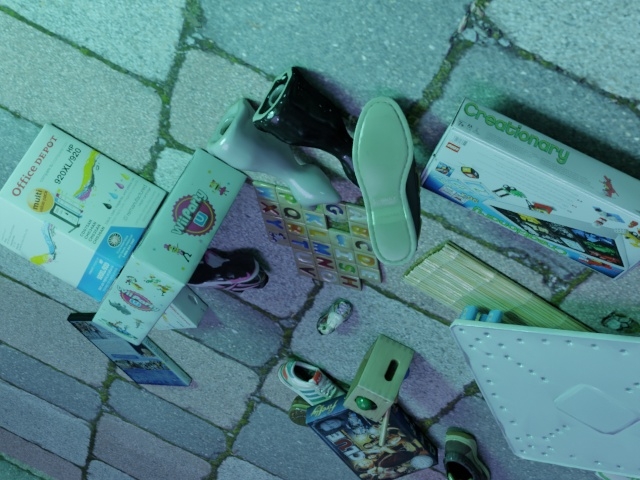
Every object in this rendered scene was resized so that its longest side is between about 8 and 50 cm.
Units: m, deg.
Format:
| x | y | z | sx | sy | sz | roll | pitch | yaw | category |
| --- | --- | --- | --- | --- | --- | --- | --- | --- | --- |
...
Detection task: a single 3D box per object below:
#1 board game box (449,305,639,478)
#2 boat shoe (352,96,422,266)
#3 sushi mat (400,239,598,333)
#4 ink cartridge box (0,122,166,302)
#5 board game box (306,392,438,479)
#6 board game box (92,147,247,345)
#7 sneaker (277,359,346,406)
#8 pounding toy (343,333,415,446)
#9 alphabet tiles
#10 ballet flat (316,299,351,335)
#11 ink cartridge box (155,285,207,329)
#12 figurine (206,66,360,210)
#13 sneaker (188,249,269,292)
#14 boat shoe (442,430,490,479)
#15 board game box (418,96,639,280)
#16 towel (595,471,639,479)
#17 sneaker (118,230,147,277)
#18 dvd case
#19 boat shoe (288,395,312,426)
| x | y | z | sx | sy | sz | roll | pitch | yaw | category |
| --- | --- | --- | --- | --- | --- | --- | --- | --- | --- |
| 0.441 | 0.249 | 1.824 | 0.390 | 0.050 | 0.390 | 3 | 140 | 33 | board game box |
| 0.092 | -0.083 | 1.549 | 0.081 | 0.068 | 0.227 | -2 | 104 | 13 | boat shoe |
| 0.288 | 0.110 | 1.808 | 0.317 | 0.019 | 0.151 | 31 | 150 | -8 | sushi mat |
| -0.416 | -0.046 | 1.952 | 0.233 | 0.171 | 0.168 | 31 | 149 | -8 | ink cartridge box |
| 0.104 | 0.387 | 2.282 | 0.165 | 0.042 | 0.243 | -24 | 127 | 23 | board game box |
| -0.248 | 0.018 | 1.872 | 0.097 | 0.224 | 0.303 | 31 | 150 | -6 | board game box |
| -0.005 | 0.286 | 2.256 | 0.161 | 0.057 | 0.075 | 34 | 154 | -7 | sneaker |
| 0.109 | 0.269 | 2.064 | 0.100 | 0.141 | 0.130 | 26 | 150 | 0 | pounding toy |
| 0.000 | 0.000 | 1.868 | 0.198 | 0.009 | 0.237 | 14 | 147 | 19 | alphabet tiles |
| 0.023 | 0.142 | 2.036 | 0.041 | 0.041 | 0.114 | 31 | 149 | -7 | ballet flat |
| -0.293 | 0.127 | 2.238 | 0.122 | 0.052 | 0.088 | -9 | 134 | 43 | ink cartridge box |
| -0.025 | -0.123 | 1.633 | 0.209 | 0.092 | 0.215 | 35 | 149 | -23 | figurine |
| -0.167 | 0.066 | 2.039 | 0.178 | 0.072 | 0.077 | 5 | 154 | 41 | sneaker |
| 0.280 | 0.456 | 2.284 | 0.080 | 0.073 | 0.223 | 10 | 145 | 26 | boat shoe |
| 0.289 | -0.060 | 1.487 | 0.305 | 0.053 | 0.193 | 26 | 160 | 1 | board game box |
| 0.647 | 0.402 | 1.963 | 0.248 | 0.038 | 0.325 | 30 | 149 | -4 | towel |
| -0.325 | 0.043 | 2.103 | 0.058 | 0.084 | 0.152 | 32 | 149 | -10 | sneaker |
| -0.419 | 0.240 | 2.535 | 0.180 | 0.022 | 0.253 | -3 | 139 | 41 | dvd case |
| 0.027 | 0.351 | 2.333 | 0.178 | 0.060 | 0.064 | 15 | 131 | 3 | boat shoe |
